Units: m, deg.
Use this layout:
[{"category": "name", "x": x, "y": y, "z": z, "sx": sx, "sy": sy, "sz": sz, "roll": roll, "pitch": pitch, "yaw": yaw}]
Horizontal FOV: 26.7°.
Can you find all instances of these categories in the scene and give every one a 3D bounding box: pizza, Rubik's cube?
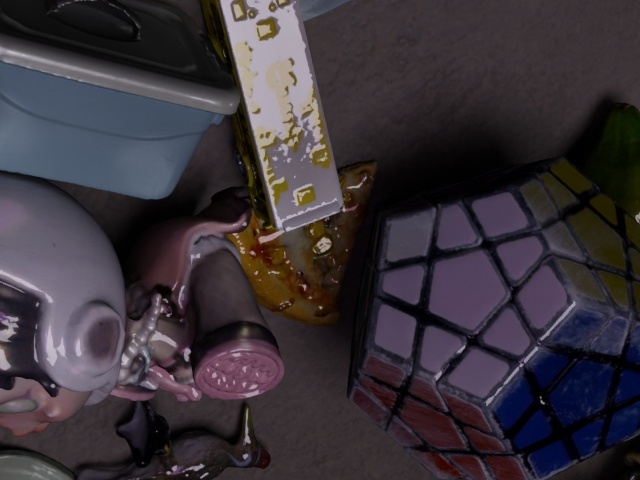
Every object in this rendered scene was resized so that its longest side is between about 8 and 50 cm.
[{"category": "pizza", "x": 0.000, "y": 0.000, "z": 1.273, "sx": 0.176, "sy": 0.036, "sz": 0.185, "roll": -37, "pitch": 127, "yaw": -6}, {"category": "Rubik's cube", "x": 0.169, "y": 0.074, "z": 1.259, "sx": 0.319, "sy": 0.264, "sz": 0.319, "roll": -13, "pitch": 121, "yaw": -22}]

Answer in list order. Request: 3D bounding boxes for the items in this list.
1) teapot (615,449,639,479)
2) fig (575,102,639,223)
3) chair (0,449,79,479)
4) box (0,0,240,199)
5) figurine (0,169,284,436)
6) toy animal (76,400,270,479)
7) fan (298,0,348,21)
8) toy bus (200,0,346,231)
[{"category": "teapot", "x": 0.416, "y": 0.329, "z": 1.608, "sx": 0.269, "sy": 0.173, "sz": 0.183, "roll": -8, "pitch": 95, "yaw": -35}, {"category": "fig", "x": 0.305, "y": -0.058, "z": 1.355, "sx": 0.123, "sy": 0.123, "sz": 0.156, "roll": -12, "pitch": 111, "yaw": -22}, {"category": "chair", "x": -0.319, "y": 0.351, "z": 1.221, "sx": 0.274, "sy": 0.190, "sz": 0.203, "roll": -44, "pitch": 129, "yaw": 9}, {"category": "box", "x": -0.189, "y": -0.129, "z": 1.030, "sx": 0.227, "sy": 0.162, "sz": 0.130, "roll": 12, "pitch": 119, "yaw": -32}, {"category": "figurine", "x": -0.228, "y": 0.049, "z": 1.078, "sx": 0.361, "sy": 0.211, "sz": 0.253, "roll": 3, "pitch": 159, "yaw": -37}, {"category": "toy animal", "x": -0.131, "y": 0.209, "z": 1.313, "sx": 0.202, "sy": 0.070, "sz": 0.105, "roll": 6, "pitch": 122, "yaw": -37}, {"category": "fan", "x": 0.094, "y": -0.254, "z": 1.196, "sx": 0.282, "sy": 0.023, "sz": 0.057, "roll": -19, "pitch": 122, "yaw": -16}, {"category": "toy bus", "x": -0.040, "y": -0.124, "z": 1.154, "sx": 0.081, "sy": 0.074, "sz": 0.226, "roll": -20, "pitch": 116, "yaw": -18}]
